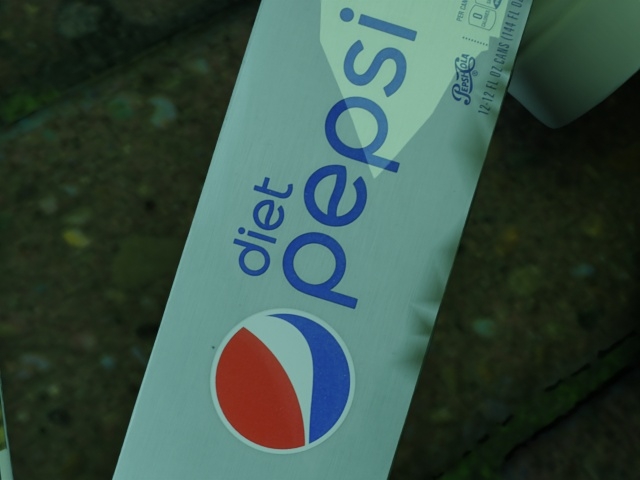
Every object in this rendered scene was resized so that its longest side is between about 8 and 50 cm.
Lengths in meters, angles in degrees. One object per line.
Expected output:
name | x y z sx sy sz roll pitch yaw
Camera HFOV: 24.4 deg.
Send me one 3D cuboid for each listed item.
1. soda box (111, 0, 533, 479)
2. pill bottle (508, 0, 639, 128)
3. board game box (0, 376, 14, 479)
soda box | 0.000 0.000 0.534 0.091 0.098 0.286 17 88 -1
pill bottle | 0.036 -0.205 0.657 0.318 0.176 0.176 43 61 -5
board game box | -0.271 0.063 0.539 0.305 0.053 0.193 -7 63 -15
